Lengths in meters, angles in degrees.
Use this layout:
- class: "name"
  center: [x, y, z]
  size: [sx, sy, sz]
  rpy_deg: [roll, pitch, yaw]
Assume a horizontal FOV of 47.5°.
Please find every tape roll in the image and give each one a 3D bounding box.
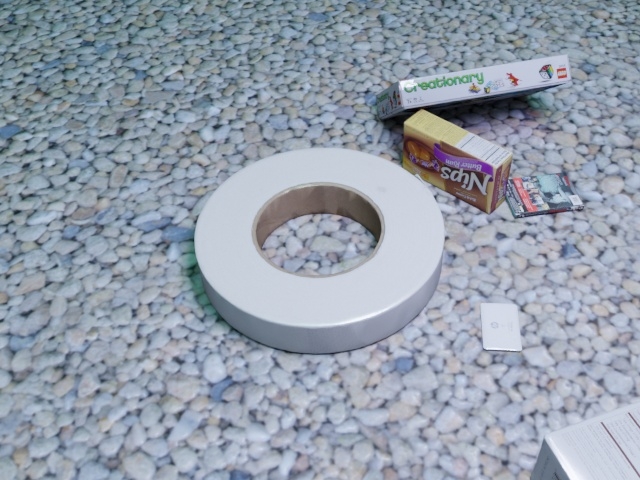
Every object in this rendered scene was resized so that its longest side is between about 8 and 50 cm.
- class: "tape roll"
  center: [0.000, 0.000, 1.144]
  size: [0.392, 0.072, 0.392]
  rpy_deg: [-1, 46, 1]

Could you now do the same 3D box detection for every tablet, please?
- class: "tablet"
  center: [0.261, 0.125, 1.056]
  size: [0.054, 0.006, 0.083]
  rpy_deg: [2, 46, 5]

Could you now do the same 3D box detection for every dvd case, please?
- class: "dvd case"
  center: [0.374, -0.078, 1.237]
  size: [0.119, 0.013, 0.087]
  rpy_deg: [-9, 47, -3]

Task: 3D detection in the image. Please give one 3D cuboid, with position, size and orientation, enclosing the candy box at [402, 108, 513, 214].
- class: "candy box"
  center: [0.228, -0.134, 1.233]
  size: [0.187, 0.109, 0.053]
  rpy_deg: [34, 58, 29]

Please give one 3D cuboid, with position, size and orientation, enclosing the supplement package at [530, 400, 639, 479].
- class: "supplement package"
  center: [0.356, 0.267, 0.849]
  size: [0.179, 0.105, 0.105]
  rpy_deg: [-15, 46, -12]

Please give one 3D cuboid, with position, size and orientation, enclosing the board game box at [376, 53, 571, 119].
- class: "board game box"
  center: [0.270, -0.277, 1.330]
  size: [0.305, 0.053, 0.193]
  rpy_deg: [-10, 5, -7]
